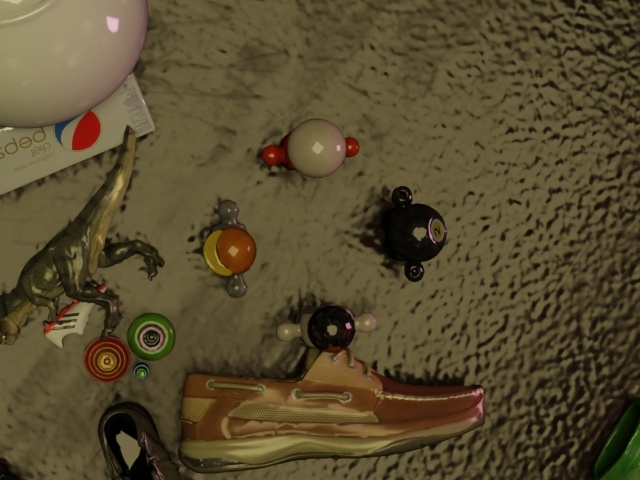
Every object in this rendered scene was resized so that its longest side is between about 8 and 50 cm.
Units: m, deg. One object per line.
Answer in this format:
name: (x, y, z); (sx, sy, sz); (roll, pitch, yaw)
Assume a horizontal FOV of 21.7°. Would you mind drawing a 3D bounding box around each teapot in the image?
teapot: (-0.290, -0.248, 1.624); (0.253, 0.187, 0.256); (7, 63, 9)

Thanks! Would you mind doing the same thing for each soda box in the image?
soda box: (-0.284, -0.112, 1.713); (0.216, 0.074, 0.069); (-23, 118, -6)

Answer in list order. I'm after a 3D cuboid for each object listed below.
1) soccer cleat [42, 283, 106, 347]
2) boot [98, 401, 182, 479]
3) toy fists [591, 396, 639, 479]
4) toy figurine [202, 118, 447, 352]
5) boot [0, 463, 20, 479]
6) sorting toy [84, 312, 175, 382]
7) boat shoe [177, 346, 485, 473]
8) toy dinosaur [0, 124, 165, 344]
soccer cleat: (-0.254, 0.079, 1.753); (0.083, 0.029, 0.035); (-39, 103, -1)
boot: (-0.166, 0.281, 1.698); (0.083, 0.161, 0.246); (-27, 94, -5)
toy fists: (0.346, 0.313, 1.793); (0.142, 0.096, 0.279); (29, 86, -7)
toy figurine: (0.000, 0.000, 1.718); (0.213, 0.148, 0.209); (42, 86, -6)
boot: (-0.339, 0.396, 1.696); (0.348, 0.131, 0.260); (44, 86, -5)
sorting toy: (-0.197, 0.119, 1.751); (0.102, 0.042, 0.061); (-28, 94, -6)
boat shoe: (0.010, 0.168, 1.740); (0.324, 0.122, 0.119); (-6, 86, -6)
toy dinosaur: (-0.233, 0.024, 1.699); (0.118, 0.064, 0.268); (38, 96, -2)
